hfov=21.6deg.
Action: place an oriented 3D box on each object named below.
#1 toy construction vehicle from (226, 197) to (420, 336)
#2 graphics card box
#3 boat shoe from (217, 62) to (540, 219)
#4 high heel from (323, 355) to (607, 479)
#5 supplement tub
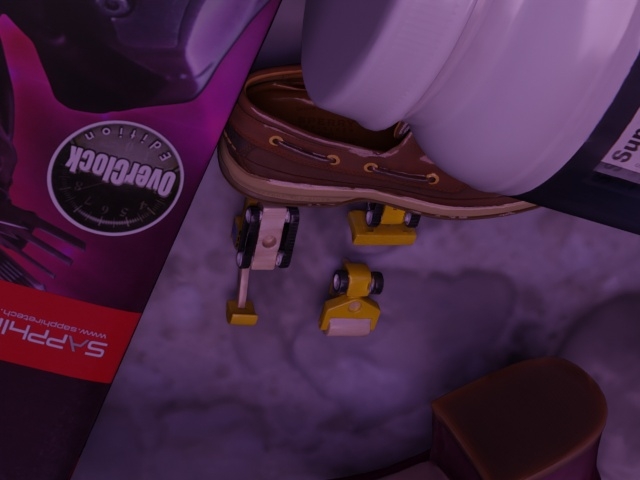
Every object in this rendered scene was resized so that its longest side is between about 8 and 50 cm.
[{"bbox_3d":[0.000,0.000,0.793,0.086,0.035,0.098,-1,126,-18],"label":"toy construction vehicle"},{"bbox_3d":[-0.159,-0.067,0.694,0.233,0.094,0.371,18,119,-17],"label":"graphics card box"},{"bbox_3d":[0.044,-0.049,0.732,0.178,0.064,0.060,0,153,-3],"label":"boat shoe"},{"bbox_3d":[-0.028,0.187,0.807,0.377,0.127,0.181,-17,144,-10],"label":"high heel"},{"bbox_3d":[0.148,-0.093,0.648,0.272,0.191,0.191,16,120,-15],"label":"supplement tub"}]
